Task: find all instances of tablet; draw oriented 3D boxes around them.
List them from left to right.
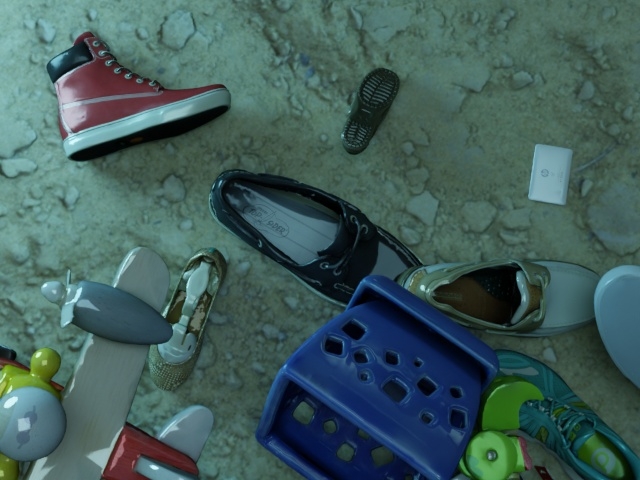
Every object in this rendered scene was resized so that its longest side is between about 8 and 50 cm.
[{"bbox_3d":[0.329,-0.094,1.503,0.054,0.006,0.083,10,80,1],"label":"tablet"}]

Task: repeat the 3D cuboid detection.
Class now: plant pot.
[{"bbox_3d":[0.079,0.198,1.327,0.236,0.236,0.212,33,58,7],"label":"plant pot"}]

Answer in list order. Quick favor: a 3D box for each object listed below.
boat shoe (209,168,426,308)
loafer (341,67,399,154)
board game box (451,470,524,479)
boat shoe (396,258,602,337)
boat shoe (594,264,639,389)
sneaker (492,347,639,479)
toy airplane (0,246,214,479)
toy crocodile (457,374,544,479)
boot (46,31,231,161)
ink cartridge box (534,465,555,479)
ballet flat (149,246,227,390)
[{"bbox_3d":[0.002,-0.004,1.428,0.340,0.113,0.127,33,80,4],"label":"boat shoe"},{"bbox_3d":[0.065,-0.182,1.493,0.056,0.050,0.148,30,66,0],"label":"loafer"},{"bbox_3d":[0.163,0.433,1.390,0.305,0.053,0.193,-31,82,-6],"label":"board game box"},{"bbox_3d":[0.257,0.079,1.399,0.302,0.103,0.113,-2,90,-15],"label":"boat shoe"},{"bbox_3d":[0.506,0.150,1.400,0.367,0.156,0.136,41,117,-6],"label":"boat shoe"},{"bbox_3d":[0.323,0.238,1.397,0.275,0.110,0.107,37,82,5],"label":"sneaker"},{"bbox_3d":[-0.318,0.241,1.302,0.384,0.272,0.386,-21,81,-5],"label":"toy airplane"},{"bbox_3d":[0.229,0.340,1.321,0.105,0.115,0.340,0,79,-1],"label":"toy crocodile"},{"bbox_3d":[-0.257,-0.226,1.476,0.244,0.088,0.176,-14,80,0],"label":"boot"},{"bbox_3d":[0.313,0.357,1.400,0.029,0.063,0.115,-31,82,-8],"label":"ink cartridge box"},{"bbox_3d":[-0.185,0.103,1.430,0.073,0.067,0.206,16,81,1],"label":"ballet flat"}]
